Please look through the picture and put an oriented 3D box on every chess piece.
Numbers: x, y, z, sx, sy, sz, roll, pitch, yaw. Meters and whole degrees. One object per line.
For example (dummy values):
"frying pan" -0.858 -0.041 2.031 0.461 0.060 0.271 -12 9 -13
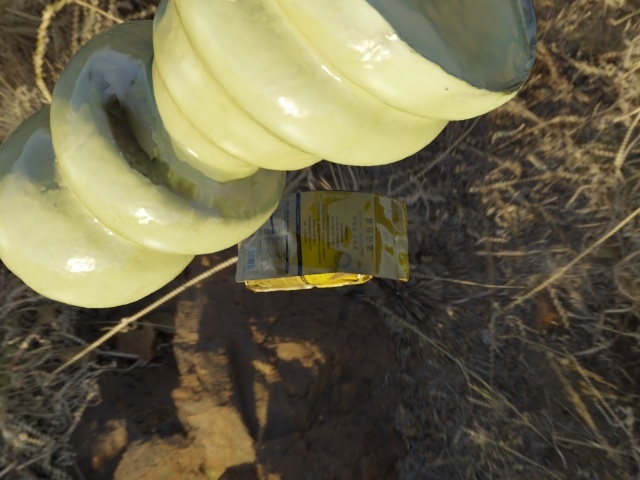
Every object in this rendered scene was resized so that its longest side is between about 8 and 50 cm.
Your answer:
"chess piece" -0.063 -0.072 0.565 0.330 0.182 0.182 -33 84 37

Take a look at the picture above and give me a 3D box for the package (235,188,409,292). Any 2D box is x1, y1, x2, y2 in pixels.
"package" 0.000 0.000 0.799 0.131 0.047 0.071 -3 71 17
